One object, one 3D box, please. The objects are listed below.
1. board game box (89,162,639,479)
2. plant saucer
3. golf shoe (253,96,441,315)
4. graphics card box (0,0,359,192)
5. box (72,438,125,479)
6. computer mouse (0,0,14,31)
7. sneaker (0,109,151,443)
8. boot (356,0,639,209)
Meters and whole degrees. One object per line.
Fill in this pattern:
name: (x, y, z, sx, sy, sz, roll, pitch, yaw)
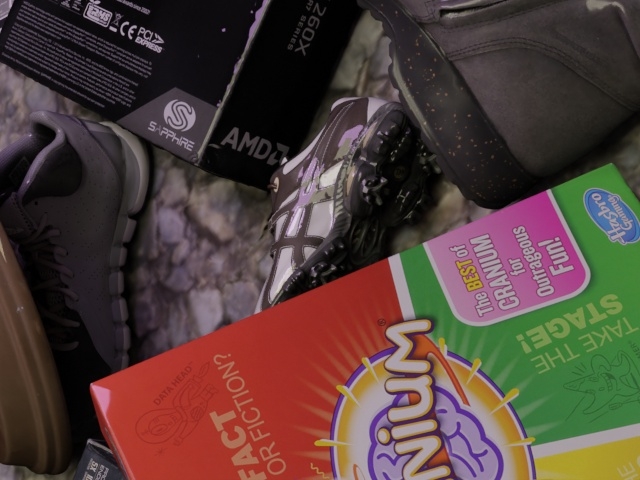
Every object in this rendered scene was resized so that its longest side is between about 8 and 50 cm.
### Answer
board game box: (0.072, 0.121, 0.918, 0.316, 0.064, 0.242, -23, 60, -12)
plant saucer: (-0.240, 0.033, 1.178, 0.278, 0.041, 0.278, 50, 153, 38)
golf shoe: (0.000, 0.000, 1.113, 0.094, 0.077, 0.198, 33, 92, 48)
graphics card box: (-0.057, -0.244, 1.193, 0.232, 0.094, 0.371, 27, 94, 37)
box: (-0.101, 0.223, 1.077, 0.077, 0.147, 0.180, 24, 93, 38)
computer mouse: (-0.226, -0.219, 1.334, 0.106, 0.042, 0.193, -22, 54, 25)
sneaker: (-0.194, 0.019, 1.203, 0.086, 0.132, 0.229, -2, 77, 36)
boot: (0.103, -0.205, 1.000, 0.222, 0.118, 0.338, -32, 100, 25)
